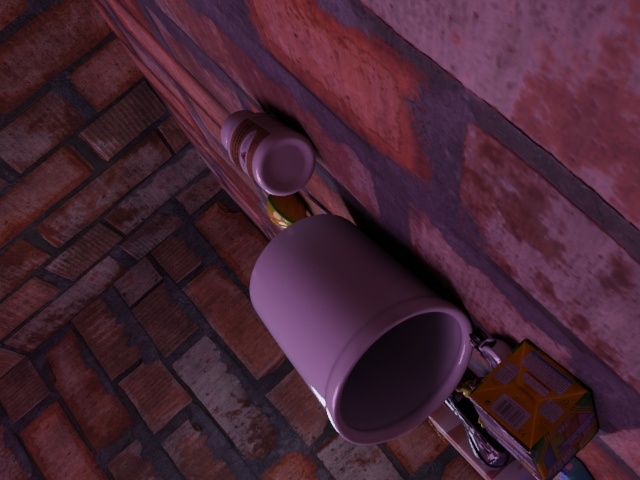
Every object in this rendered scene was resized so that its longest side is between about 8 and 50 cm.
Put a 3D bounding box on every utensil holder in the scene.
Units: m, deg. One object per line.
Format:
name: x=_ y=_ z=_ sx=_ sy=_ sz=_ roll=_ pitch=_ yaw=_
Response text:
utensil holder: x=0.065 y=0.165 z=1.342 sx=0.385 sy=0.327 sz=0.328 roll=43 pitch=171 yaw=45

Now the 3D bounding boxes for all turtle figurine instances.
turtle figurine: x=0.374 y=0.356 z=1.436 sx=0.269 sy=0.087 sz=0.217 roll=31 pitch=-179 yaw=-12

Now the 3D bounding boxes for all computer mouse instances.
computer mouse: x=0.318 y=0.204 z=1.152 sx=0.106 sy=0.042 sz=0.193 roll=53 pitch=179 yaw=7

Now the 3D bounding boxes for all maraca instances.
maraca: x=-0.087 y=-0.086 z=1.888 sx=0.185 sy=0.099 sz=0.127 roll=13 pitch=-141 yaw=-57

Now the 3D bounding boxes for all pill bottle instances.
pill bottle: x=-0.117 y=-0.189 z=1.327 sx=0.229 sy=0.131 sz=0.131 roll=40 pitch=169 yaw=51

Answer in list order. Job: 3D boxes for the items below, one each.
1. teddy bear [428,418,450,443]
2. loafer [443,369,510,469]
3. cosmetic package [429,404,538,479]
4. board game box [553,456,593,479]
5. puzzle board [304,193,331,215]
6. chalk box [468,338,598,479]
teddy bear: x=0.530 y=0.726 z=2.506 sx=0.338 sy=0.113 sz=0.245 roll=45 pitch=-175 yaw=-41
loafer: x=0.374 y=0.405 z=1.588 sx=0.095 sy=0.109 sz=0.303 roll=91 pitch=155 yaw=-56
cosmetic package: x=0.434 y=0.516 z=1.671 sx=0.296 sy=0.153 sz=0.129 roll=40 pitch=170 yaw=45
board game box: x=0.540 y=0.515 z=1.422 sx=0.210 sy=0.047 sz=0.160 roll=52 pitch=173 yaw=-26
puzzle board: x=0.013 y=-0.065 z=1.705 sx=0.128 sy=0.011 sz=0.096 roll=42 pitch=169 yaw=43
chalk box: x=0.346 y=0.284 z=1.034 sx=0.132 sy=0.132 sz=0.213 roll=41 pitch=171 yaw=41
